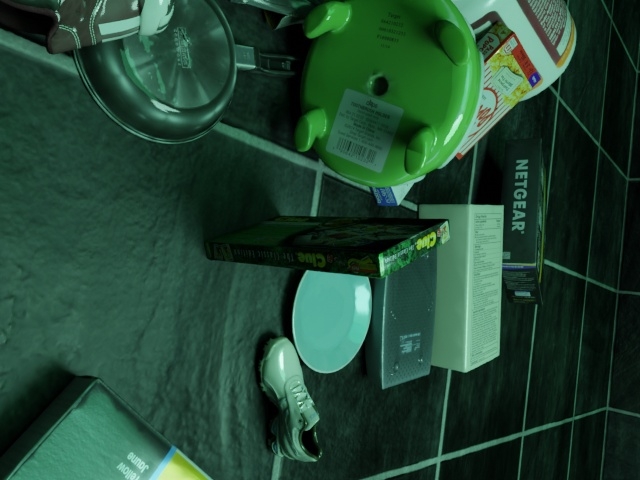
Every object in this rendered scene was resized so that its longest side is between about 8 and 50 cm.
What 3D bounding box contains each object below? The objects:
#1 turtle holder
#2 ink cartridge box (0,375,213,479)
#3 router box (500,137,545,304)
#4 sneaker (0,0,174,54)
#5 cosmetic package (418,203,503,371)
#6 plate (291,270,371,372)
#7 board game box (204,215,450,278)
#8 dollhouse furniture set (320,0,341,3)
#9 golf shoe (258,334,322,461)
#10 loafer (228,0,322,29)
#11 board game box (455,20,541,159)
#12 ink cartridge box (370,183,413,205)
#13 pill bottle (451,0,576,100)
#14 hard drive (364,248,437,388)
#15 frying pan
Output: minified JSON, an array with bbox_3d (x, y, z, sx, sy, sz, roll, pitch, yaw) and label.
[{"bbox_3d":[0.103,-0.237,0.723,0.227,0.243,0.321,-18,101,-62],"label":"turtle holder"},{"bbox_3d":[-0.211,0.339,0.468,0.304,0.072,0.307,52,49,-21],"label":"ink cartridge box"},{"bbox_3d":[0.467,-0.038,1.195,0.243,0.081,0.309,48,49,-53],"label":"router box"},{"bbox_3d":[-0.251,-0.286,0.419,0.162,0.106,0.281,-31,102,-21],"label":"sneaker"},{"bbox_3d":[0.275,0.083,1.026,0.160,0.113,0.310,-2,94,-49],"label":"cosmetic package"},{"bbox_3d":[0.016,0.107,0.800,0.188,0.024,0.188,-5,97,-49],"label":"plate"},{"bbox_3d":[0.000,0.000,0.597,0.136,0.259,0.030,-25,111,-44],"label":"board game box"},{"bbox_3d":[0.025,-0.439,0.771,0.144,0.123,0.151,-24,145,-45],"label":"dollhouse furniture set"},{"bbox_3d":[-0.031,0.216,0.709,0.069,0.086,0.176,-19,105,-44],"label":"golf shoe"},{"bbox_3d":[-0.052,-0.305,0.679,0.170,0.062,0.061,14,104,-45],"label":"loafer"},{"bbox_3d":[0.266,-0.247,0.888,0.193,0.045,0.146,-46,142,18],"label":"board game box"},{"bbox_3d":[0.148,-0.162,0.915,0.207,0.046,0.097,-52,129,-34],"label":"ink cartridge box"},{"bbox_3d":[0.282,-0.424,0.916,0.392,0.224,0.224,22,76,-48],"label":"pill bottle"},{"bbox_3d":[0.143,0.119,0.922,0.172,0.054,0.255,2,91,-49],"label":"hard drive"},{"bbox_3d":[-0.122,-0.191,0.612,0.326,0.053,0.197,18,80,-44],"label":"frying pan"}]
